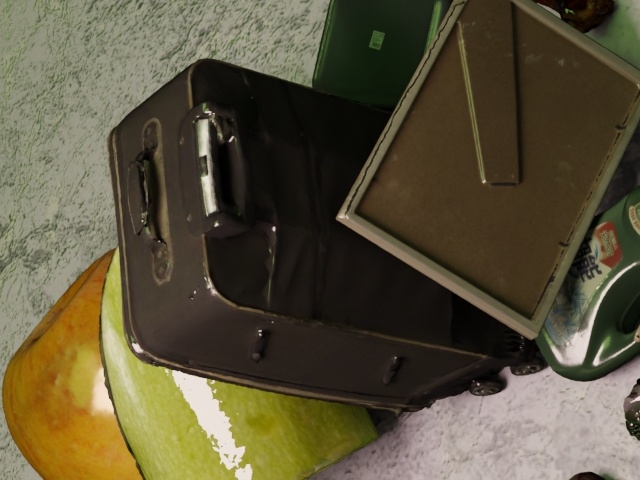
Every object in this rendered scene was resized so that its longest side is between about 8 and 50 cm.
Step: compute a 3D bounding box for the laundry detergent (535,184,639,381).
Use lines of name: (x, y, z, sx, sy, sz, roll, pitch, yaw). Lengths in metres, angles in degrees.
laundry detergent: (0.288, 0.027, 1.712, 0.221, 0.078, 0.144, -40, 48, 32)

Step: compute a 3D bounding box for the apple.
apple: (-0.193, 0.162, 2.073, 0.299, 0.275, 0.299, -53, 8, 11)

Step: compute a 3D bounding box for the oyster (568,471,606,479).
oyster: (0.168, 0.370, 1.669, 0.361, 0.096, 0.221, -43, 32, 4)

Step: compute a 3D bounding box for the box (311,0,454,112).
box: (0.087, -0.200, 2.003, 0.201, 0.090, 0.144, 12, 88, 50)

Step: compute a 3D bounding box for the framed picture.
framed picture: (0.167, -0.084, 1.715, 0.289, 0.211, 0.020, -62, 10, -21)

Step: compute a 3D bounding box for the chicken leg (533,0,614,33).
chicken leg: (0.166, -0.331, 1.958, 0.158, 0.096, 0.407, -37, 52, 11)

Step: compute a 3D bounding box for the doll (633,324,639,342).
doll: (0.373, 0.007, 1.529, 0.196, 0.152, 0.256, -1, 64, 49)

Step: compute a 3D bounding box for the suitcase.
suitcase: (0.000, 0.000, 1.772, 0.194, 0.434, 0.283, -31, 56, 41)

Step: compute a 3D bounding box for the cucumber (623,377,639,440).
cucumber: (0.368, 0.132, 1.600, 0.245, 0.067, 0.067, -11, 70, 45)

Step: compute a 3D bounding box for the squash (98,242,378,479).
squash: (-0.108, 0.120, 1.909, 0.309, 0.233, 0.210, 59, 160, 7)
